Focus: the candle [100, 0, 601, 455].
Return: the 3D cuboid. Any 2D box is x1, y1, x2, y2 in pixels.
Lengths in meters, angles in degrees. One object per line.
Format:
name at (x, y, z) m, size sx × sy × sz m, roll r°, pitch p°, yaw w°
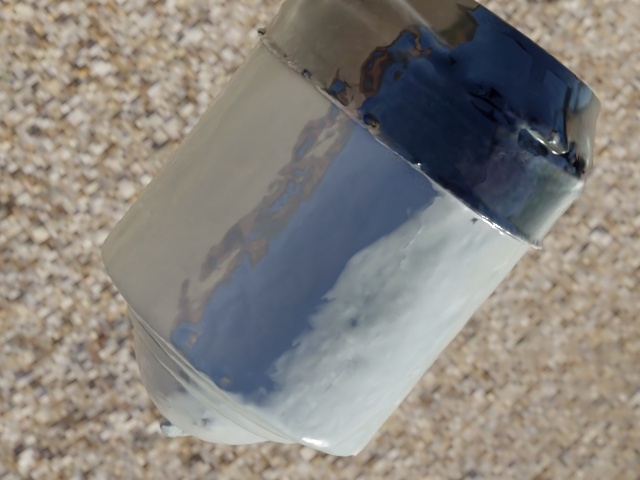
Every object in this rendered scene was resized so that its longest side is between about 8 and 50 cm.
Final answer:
candle at (0.000, 0.000, 1.040) m, size 0.342 × 0.221 × 0.221 m, roll -52°, pitch 139°, yaw 6°
